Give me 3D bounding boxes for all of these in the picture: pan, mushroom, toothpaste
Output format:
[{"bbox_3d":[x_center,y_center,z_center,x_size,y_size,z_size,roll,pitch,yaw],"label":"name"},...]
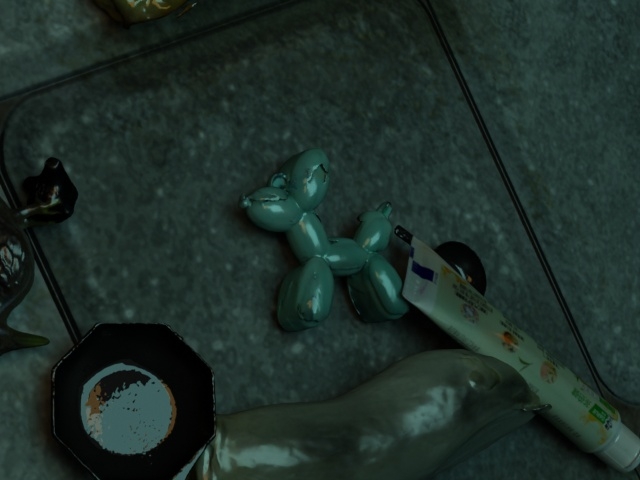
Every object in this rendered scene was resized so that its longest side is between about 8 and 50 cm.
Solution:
[{"bbox_3d":[0.104,0.022,1.581,0.115,0.023,0.068,38,59,-23],"label":"pan"},{"bbox_3d":[0.040,0.164,1.453,0.351,0.097,0.109,-12,88,-34],"label":"mushroom"},{"bbox_3d":[0.187,0.114,1.578,0.314,0.058,0.056,40,84,-23],"label":"toothpaste"},{"bbox_3d":[-0.146,0.166,1.334,0.128,0.048,0.202,1,72,-11],"label":"pan"}]

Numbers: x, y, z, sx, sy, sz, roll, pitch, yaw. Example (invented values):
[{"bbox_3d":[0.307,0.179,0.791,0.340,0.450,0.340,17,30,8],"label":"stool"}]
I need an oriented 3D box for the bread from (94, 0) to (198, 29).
[{"bbox_3d":[-0.114,-0.314,1.451,0.262,0.162,0.204,-36,102,6],"label":"bread"}]

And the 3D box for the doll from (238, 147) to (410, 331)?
[{"bbox_3d":[0.000,0.000,1.495,0.159,0.059,0.158,3,76,-33],"label":"doll"}]

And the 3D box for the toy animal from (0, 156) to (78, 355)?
[{"bbox_3d":[-0.246,0.010,1.331,0.105,0.070,0.202,14,70,-17],"label":"toy animal"}]
